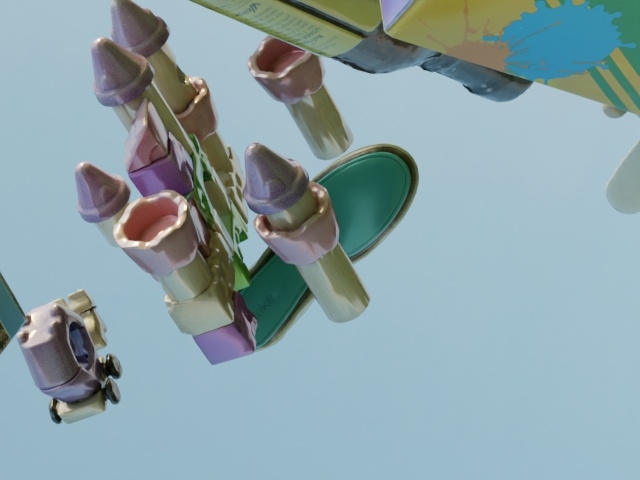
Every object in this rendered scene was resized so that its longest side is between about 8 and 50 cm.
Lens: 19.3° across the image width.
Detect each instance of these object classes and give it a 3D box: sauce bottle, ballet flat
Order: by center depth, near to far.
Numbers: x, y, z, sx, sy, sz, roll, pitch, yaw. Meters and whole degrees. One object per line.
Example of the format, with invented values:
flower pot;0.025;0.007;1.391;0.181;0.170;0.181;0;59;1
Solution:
sauce bottle;0.007;-0.174;1.236;0.344;0.111;0.111;21;-119;-38
ballet flat;0.000;0.000;1.693;0.086;0.248;0.086;39;-159;-18

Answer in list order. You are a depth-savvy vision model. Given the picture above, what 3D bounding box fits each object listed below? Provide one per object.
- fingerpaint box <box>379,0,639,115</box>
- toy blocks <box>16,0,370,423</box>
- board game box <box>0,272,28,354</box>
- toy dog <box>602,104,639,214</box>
fingerpaint box;0.205;-0.286;1.091;0.371;0.163;0.444;15;-128;-28
toy blocks;-0.145;-0.060;1.603;0.288;0.309;0.260;-95;-20;-48
board game box;-0.383;0.098;1.279;0.141;0.232;0.291;65;-147;-27
toy dog;0.374;-0.021;1.983;0.161;0.220;0.333;-30;-102;-4
